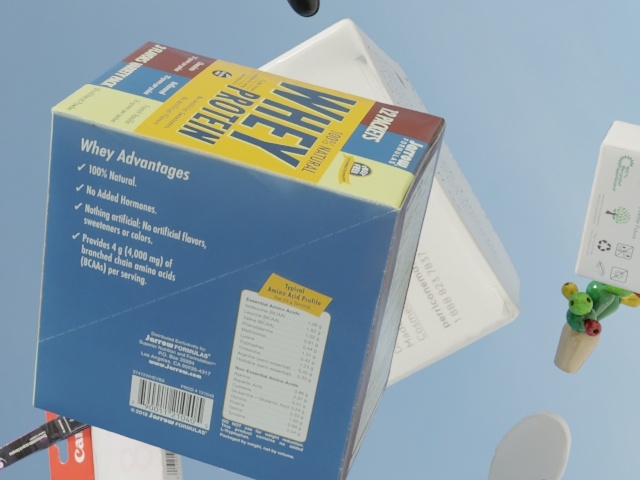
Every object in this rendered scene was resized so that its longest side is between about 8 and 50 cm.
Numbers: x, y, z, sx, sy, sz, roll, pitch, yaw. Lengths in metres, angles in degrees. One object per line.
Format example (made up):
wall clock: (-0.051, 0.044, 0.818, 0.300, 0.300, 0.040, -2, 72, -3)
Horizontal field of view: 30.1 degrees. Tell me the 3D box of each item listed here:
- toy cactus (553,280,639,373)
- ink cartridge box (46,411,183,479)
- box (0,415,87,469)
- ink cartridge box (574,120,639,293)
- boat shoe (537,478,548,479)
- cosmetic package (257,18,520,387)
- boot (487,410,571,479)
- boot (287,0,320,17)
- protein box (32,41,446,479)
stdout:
toy cactus: (0.361, 0.091, 1.535, 0.219, 0.112, 0.180, -36, -30, -64)
ink cartridge box: (-0.307, 0.265, 1.675, 0.066, 0.232, 0.189, 24, -124, -64)
box: (-0.325, 0.235, 1.484, 0.116, 0.162, 0.029, -20, -96, -57)
ink cartridge box: (0.428, 0.001, 1.166, 0.065, 0.332, 0.165, -49, -29, -49)
boat shoe: (0.226, 0.335, 1.333, 0.072, 0.068, 0.190, -111, 28, -58)
cosmetic package: (0.000, 0.000, 1.300, 0.329, 0.327, 0.393, 61, -170, 3)
boot: (0.283, 0.327, 1.629, 0.123, 0.095, 0.258, -22, -41, -58)
boot: (-0.034, -0.335, 1.506, 0.099, 0.045, 0.121, -78, -27, -71)
protein box: (-0.050, 0.015, 0.720, 0.136, 0.199, 0.201, -57, -19, -60)
